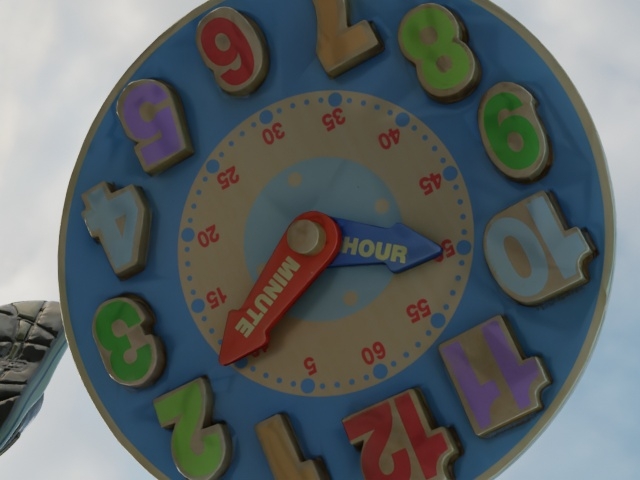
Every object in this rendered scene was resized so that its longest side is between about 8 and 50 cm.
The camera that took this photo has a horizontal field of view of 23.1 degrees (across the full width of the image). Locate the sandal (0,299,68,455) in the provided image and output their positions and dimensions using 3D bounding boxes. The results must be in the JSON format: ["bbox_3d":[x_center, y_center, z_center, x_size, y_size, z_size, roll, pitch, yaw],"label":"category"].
[{"bbox_3d":[-0.310,0.157,1.458,0.120,0.303,0.086,10,-60,17],"label":"sandal"}]

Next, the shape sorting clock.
[{"bbox_3d":[0.000,0.000,0.552,0.206,0.040,0.206,-2,-97,16],"label":"shape sorting clock"}]
